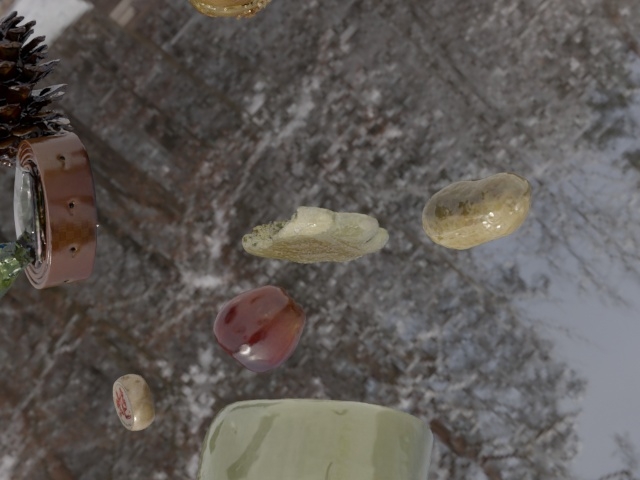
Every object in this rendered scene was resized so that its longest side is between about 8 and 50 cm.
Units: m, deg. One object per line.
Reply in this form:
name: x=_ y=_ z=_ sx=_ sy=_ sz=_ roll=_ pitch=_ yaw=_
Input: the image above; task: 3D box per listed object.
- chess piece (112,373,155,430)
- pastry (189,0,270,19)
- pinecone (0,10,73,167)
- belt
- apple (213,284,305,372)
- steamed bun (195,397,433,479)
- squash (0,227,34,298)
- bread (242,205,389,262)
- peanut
chess piece: x=-0.273 y=0.237 z=1.581 sx=0.038 sy=0.084 sz=0.083 roll=-13 pitch=179 yaw=-29
pastry: x=-0.133 y=-0.486 z=1.743 sx=0.311 sy=0.161 sz=0.255 roll=14 pitch=93 yaw=-76
pinecone: x=-0.566 y=-0.272 z=1.893 sx=0.246 sy=0.292 sz=0.246 roll=-8 pitch=-166 yaw=2
belt: x=-0.452 y=-0.050 z=1.835 sx=0.105 sy=0.262 sz=0.184 roll=-12 pitch=-162 yaw=-32
apple: x=-0.110 y=0.161 z=2.029 sx=0.158 sy=0.156 sz=0.147 roll=-45 pitch=175 yaw=2
steamed bun: x=-0.045 y=0.404 z=1.479 sx=0.456 sy=0.289 sz=0.371 roll=128 pitch=-22 yaw=-64
squash: x=-0.496 y=0.081 z=1.460 sx=0.331 sy=0.087 sz=0.087 roll=-31 pitch=-156 yaw=29
bread: x=0.000 y=0.000 z=1.564 sx=0.251 sy=0.181 sz=0.039 roll=-22 pitch=-120 yaw=62
peanut: x=0.294 y=-0.056 z=2.005 sx=0.224 sy=0.129 sz=0.129 roll=-13 pitch=-143 yaw=38
